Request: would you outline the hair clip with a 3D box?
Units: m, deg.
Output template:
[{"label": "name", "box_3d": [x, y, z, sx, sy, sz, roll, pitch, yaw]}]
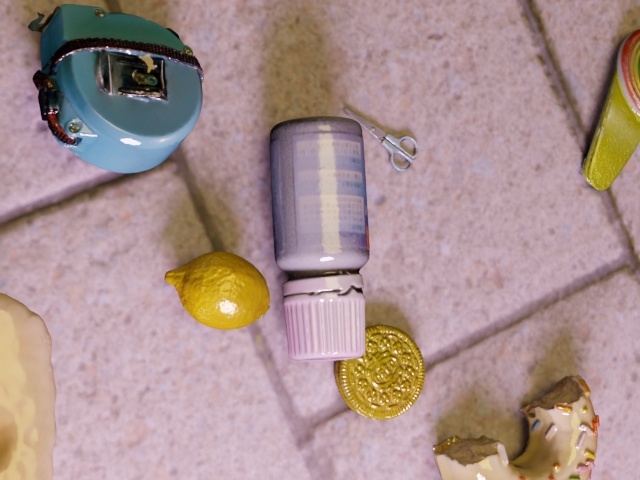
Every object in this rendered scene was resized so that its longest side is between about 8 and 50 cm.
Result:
[{"label": "hair clip", "box_3d": [0.297, -0.134, 1.582, 0.060, 0.033, 0.188, 31, 69, -18]}]

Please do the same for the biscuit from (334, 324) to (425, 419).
[{"label": "biscuit", "box_3d": [0.052, 0.115, 1.425, 0.084, 0.023, 0.084, 4, 80, -24]}]

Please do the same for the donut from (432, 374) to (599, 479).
[{"label": "donut", "box_3d": [0.188, 0.199, 1.455, 0.166, 0.065, 0.108, -25, 94, -27]}]

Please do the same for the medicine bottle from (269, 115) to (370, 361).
[{"label": "medicine bottle", "box_3d": [0.000, 0.000, 1.385, 0.083, 0.083, 0.203, 3, 81, -26]}]

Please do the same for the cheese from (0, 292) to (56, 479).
[{"label": "cheese", "box_3d": [-0.325, 0.187, 1.181, 0.384, 0.104, 0.384, 4, 81, -25]}]

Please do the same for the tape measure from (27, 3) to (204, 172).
[{"label": "tape measure", "box_3d": [-0.163, -0.120, 1.322, 0.146, 0.081, 0.125, 5, 62, -29]}]

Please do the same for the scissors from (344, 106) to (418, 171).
[{"label": "scissors", "box_3d": [0.053, -0.096, 1.469, 0.083, 0.006, 0.036, 38, 66, -16]}]

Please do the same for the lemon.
[{"label": "lemon", "box_3d": [-0.084, 0.041, 1.347, 0.092, 0.065, 0.065, 19, 73, -13]}]
